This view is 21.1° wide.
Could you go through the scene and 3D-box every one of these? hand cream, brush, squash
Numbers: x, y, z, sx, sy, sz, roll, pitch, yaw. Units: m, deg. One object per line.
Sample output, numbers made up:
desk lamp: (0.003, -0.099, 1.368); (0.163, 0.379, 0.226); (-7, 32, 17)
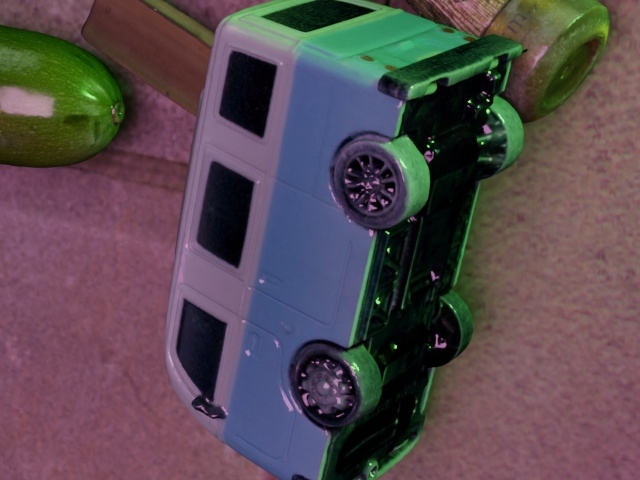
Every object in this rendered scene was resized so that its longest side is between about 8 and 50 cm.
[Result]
hand cream: (0.075, -0.160, 1.021); (0.203, 0.084, 0.084); (42, 110, 19)
brush: (-0.031, -0.083, 1.082); (0.282, 0.048, 0.054); (34, 118, 16)
squash: (-0.304, -0.119, 1.162); (0.379, 0.101, 0.101); (15, 102, 15)

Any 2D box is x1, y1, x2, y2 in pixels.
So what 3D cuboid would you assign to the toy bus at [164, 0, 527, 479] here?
toy bus: (0.000, 0.000, 0.988); (0.165, 0.133, 0.271); (26, 119, 26)
